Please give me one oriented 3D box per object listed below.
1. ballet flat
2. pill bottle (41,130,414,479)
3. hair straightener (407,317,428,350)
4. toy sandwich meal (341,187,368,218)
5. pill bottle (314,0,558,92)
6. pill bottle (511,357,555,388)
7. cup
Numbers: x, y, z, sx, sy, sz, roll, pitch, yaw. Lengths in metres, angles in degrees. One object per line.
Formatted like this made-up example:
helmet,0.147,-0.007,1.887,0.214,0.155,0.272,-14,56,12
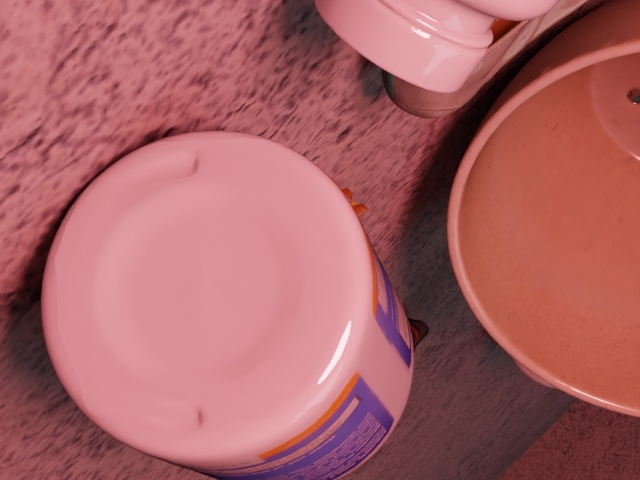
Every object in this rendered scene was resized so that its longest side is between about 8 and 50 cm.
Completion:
ballet flat,0.116,-0.154,0.728,0.213,0.072,0.068,-45,158,-6
pill bottle,-0.031,0.054,0.696,0.152,0.152,0.272,-46,163,-5
hair straightener,0.029,0.116,1.170,0.089,0.047,0.230,-57,165,28
toy sandwich meal,0.000,0.000,0.853,0.085,0.029,0.085,-42,162,-17
pill bottle,0.079,-0.162,0.557,0.193,0.108,0.108,-56,161,26
pill bottle,0.327,0.119,1.690,0.146,0.146,0.264,-50,162,7
cup,0.277,-0.061,0.986,0.237,0.331,0.331,-68,-176,-50
